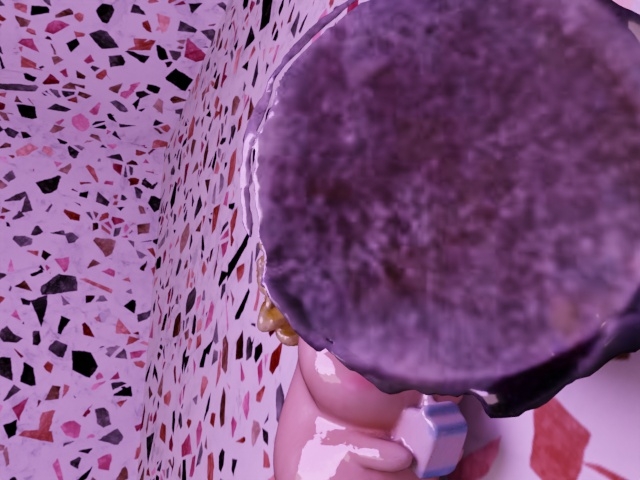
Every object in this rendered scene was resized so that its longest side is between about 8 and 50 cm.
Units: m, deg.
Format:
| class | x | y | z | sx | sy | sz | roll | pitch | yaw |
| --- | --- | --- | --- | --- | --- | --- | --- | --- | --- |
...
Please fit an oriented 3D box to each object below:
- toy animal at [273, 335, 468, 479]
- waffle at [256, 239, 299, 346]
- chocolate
| class | x | y | z | sx | sy | sz | roll | pitch | yaw |
| --- | --- | --- | --- | --- | --- | --- | --- | --- | --- |
| toy animal | 0.045 | 0.166 | 0.612 | 0.213 | 0.195 | 0.256 | 27 | 102 | 55 |
| waffle | -0.002 | 0.000 | 0.748 | 0.056 | 0.250 | 0.261 | 7 | 81 | 30 |
| chocolate | 0.111 | -0.027 | 0.486 | 0.213 | 0.303 | 0.303 | 32 | -116 | -69 |
